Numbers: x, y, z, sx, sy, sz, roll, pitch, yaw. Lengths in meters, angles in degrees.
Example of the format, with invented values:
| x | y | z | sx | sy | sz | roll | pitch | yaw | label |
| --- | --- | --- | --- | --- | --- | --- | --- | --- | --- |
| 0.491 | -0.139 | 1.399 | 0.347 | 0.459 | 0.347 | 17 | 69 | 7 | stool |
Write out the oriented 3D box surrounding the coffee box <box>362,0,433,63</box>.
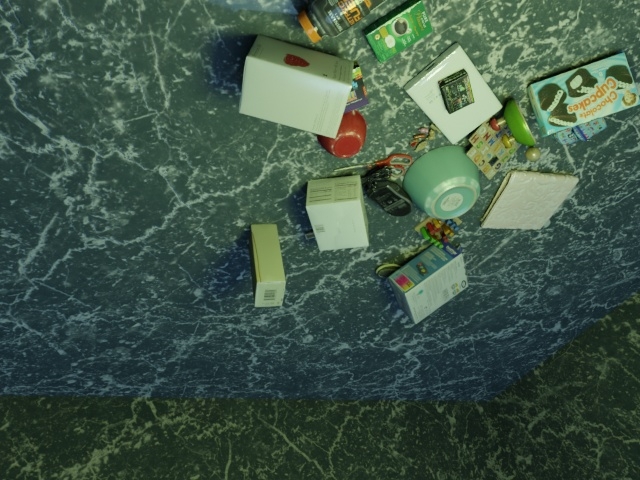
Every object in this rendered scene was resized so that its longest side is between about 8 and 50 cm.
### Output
| x | y | z | sx | sy | sz | roll | pitch | yaw | label |
| --- | --- | --- | --- | --- | --- | --- | --- | --- | --- |
| 0.233 | -0.627 | 1.381 | 0.184 | 0.040 | 0.113 | -29 | 136 | 16 | coffee box |

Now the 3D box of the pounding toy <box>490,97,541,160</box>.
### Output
| x | y | z | sx | sy | sz | roll | pitch | yaw | label |
| --- | --- | --- | --- | --- | --- | --- | --- | --- | --- |
| 0.695 | -0.390 | 1.669 | 0.110 | 0.182 | 0.237 | -26 | 141 | 27 | pounding toy |

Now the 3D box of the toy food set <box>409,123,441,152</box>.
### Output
| x | y | z | sx | sy | sz | roll | pitch | yaw | label |
| --- | --- | --- | --- | --- | --- | --- | --- | --- | --- |
| 0.377 | -0.382 | 1.703 | 0.078 | 0.019 | 0.122 | 27 | 132 | -35 | toy food set |

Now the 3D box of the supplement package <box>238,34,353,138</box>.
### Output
| x | y | z | sx | sy | sz | roll | pitch | yaw | label |
| --- | --- | --- | --- | --- | --- | --- | --- | --- | --- |
| -0.069 | -0.447 | 1.343 | 0.293 | 0.177 | 0.175 | 13 | 133 | -6 | supplement package |

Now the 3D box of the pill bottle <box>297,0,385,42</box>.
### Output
| x | y | z | sx | sy | sz | roll | pitch | yaw | label |
| --- | --- | --- | --- | --- | --- | --- | --- | --- | --- |
| 0.058 | -0.644 | 1.250 | 0.246 | 0.130 | 0.130 | -30 | 135 | 18 | pill bottle |

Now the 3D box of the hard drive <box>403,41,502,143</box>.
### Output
| x | y | z | sx | sy | sz | roll | pitch | yaw | label |
| --- | --- | --- | --- | --- | --- | --- | --- | --- | --- |
| 0.460 | -0.493 | 1.587 | 0.210 | 0.040 | 0.319 | -37 | 133 | 24 | hard drive |

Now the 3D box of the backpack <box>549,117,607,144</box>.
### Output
| x | y | z | sx | sy | sz | roll | pitch | yaw | label |
| --- | --- | --- | --- | --- | --- | --- | --- | --- | --- |
| 0.948 | -0.432 | 1.729 | 0.173 | 0.116 | 0.158 | -34 | 134 | 24 | backpack |

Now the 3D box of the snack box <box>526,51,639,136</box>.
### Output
| x | y | z | sx | sy | sz | roll | pitch | yaw | label |
| --- | --- | --- | --- | --- | --- | --- | --- | --- | --- |
| 0.907 | -0.501 | 1.600 | 0.322 | 0.186 | 0.060 | -19 | -179 | 5 | snack box |

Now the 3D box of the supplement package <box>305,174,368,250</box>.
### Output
| x | y | z | sx | sy | sz | roll | pitch | yaw | label |
| --- | --- | --- | --- | --- | --- | --- | --- | --- | --- |
| 0.071 | -0.103 | 1.798 | 0.204 | 0.145 | 0.261 | -5 | 138 | 11 | supplement package |

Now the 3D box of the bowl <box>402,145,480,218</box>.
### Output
| x | y | z | sx | sy | sz | roll | pitch | yaw | label |
| --- | --- | --- | --- | --- | --- | --- | --- | --- | --- |
| 0.500 | -0.201 | 1.823 | 0.312 | 0.163 | 0.311 | -8 | 137 | -8 | bowl |

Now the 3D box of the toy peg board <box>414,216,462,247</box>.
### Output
| x | y | z | sx | sy | sz | roll | pitch | yaw | label |
| --- | --- | --- | --- | --- | --- | --- | --- | --- | --- |
| 0.536 | -0.048 | 2.059 | 0.161 | 0.079 | 0.161 | 27 | 125 | -36 | toy peg board |

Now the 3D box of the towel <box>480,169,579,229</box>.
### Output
| x | y | z | sx | sy | sz | roll | pitch | yaw | label |
| --- | --- | --- | --- | --- | --- | --- | --- | --- | --- |
| 0.913 | -0.174 | 2.045 | 0.332 | 0.053 | 0.316 | 1 | 137 | -16 | towel |

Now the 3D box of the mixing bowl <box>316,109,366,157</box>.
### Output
| x | y | z | sx | sy | sz | roll | pitch | yaw | label |
| --- | --- | --- | --- | --- | --- | --- | --- | --- | --- |
| 0.082 | -0.352 | 1.595 | 0.182 | 0.098 | 0.181 | -7 | 137 | -7 | mixing bowl |

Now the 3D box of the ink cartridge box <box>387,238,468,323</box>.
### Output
| x | y | z | sx | sy | sz | roll | pitch | yaw | label |
| --- | --- | --- | --- | --- | --- | --- | --- | --- | --- |
| 0.540 | 0.177 | 2.189 | 0.396 | 0.151 | 0.269 | -33 | 135 | -6 | ink cartridge box |

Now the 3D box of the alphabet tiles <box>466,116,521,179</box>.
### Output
| x | y | z | sx | sy | sz | roll | pitch | yaw | label |
| --- | --- | --- | --- | --- | --- | --- | --- | --- | --- |
| 0.660 | -0.365 | 1.758 | 0.237 | 0.009 | 0.198 | 31 | 104 | -38 | alphabet tiles |

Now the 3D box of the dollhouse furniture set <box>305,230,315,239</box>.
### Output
| x | y | z | sx | sy | sz | roll | pitch | yaw | label |
| --- | --- | --- | --- | --- | --- | --- | --- | --- | --- |
| 0.000 | 0.000 | 1.963 | 0.115 | 0.081 | 0.090 | -15 | 138 | 2 | dollhouse furniture set |

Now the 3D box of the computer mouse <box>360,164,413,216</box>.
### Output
| x | y | z | sx | sy | sz | roll | pitch | yaw | label |
| --- | --- | --- | --- | --- | --- | --- | --- | --- | --- |
| 0.268 | -0.195 | 1.832 | 0.189 | 0.072 | 0.272 | -25 | 132 | 36 | computer mouse |

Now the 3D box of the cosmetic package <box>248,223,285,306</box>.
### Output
| x | y | z | sx | sy | sz | roll | pitch | yaw | label |
| --- | --- | --- | --- | --- | --- | --- | --- | --- | --- |
| -0.217 | 0.095 | 1.840 | 0.113 | 0.309 | 0.160 | -2 | 135 | -14 | cosmetic package |

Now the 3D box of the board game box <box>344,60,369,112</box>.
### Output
| x | y | z | sx | sy | sz | roll | pitch | yaw | label |
| --- | --- | --- | --- | --- | --- | --- | --- | --- | --- |
| 0.058 | -0.478 | 1.490 | 0.171 | 0.048 | 0.141 | -20 | 136 | 6 | board game box |

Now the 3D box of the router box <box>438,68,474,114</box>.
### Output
| x | y | z | sx | sy | sz | roll | pitch | yaw | label |
| --- | --- | --- | --- | --- | --- | --- | --- | --- | --- |
| 0.450 | -0.490 | 1.526 | 0.092 | 0.038 | 0.122 | -24 | 137 | 12 | router box |

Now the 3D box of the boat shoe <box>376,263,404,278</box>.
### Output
| x | y | z | sx | sy | sz | roll | pitch | yaw | label |
| --- | --- | --- | --- | --- | --- | --- | --- | --- | --- |
| 0.379 | 0.166 | 2.249 | 0.224 | 0.073 | 0.080 | 6 | 131 | -24 | boat shoe |

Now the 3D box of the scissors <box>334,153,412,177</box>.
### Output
| x | y | z | sx | sy | sz | roll | pitch | yaw | label |
| --- | --- | --- | --- | --- | --- | --- | --- | --- | --- |
| 0.205 | -0.292 | 1.754 | 0.298 | 0.021 | 0.108 | 3 | 138 | -17 | scissors |
